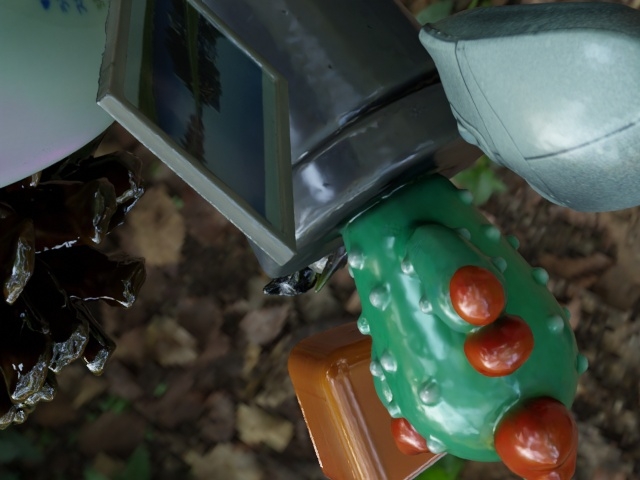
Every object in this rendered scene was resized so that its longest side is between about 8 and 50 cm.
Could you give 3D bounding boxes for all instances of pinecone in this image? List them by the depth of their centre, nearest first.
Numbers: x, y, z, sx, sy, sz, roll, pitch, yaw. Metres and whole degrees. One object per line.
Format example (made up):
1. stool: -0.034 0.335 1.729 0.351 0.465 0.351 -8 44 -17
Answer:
1. pinecone: -0.331 -0.006 1.621 0.398 0.398 0.397 9 119 17

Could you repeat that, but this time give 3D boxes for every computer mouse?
1. computer mouse: 0.107 -0.063 0.890 0.113 0.068 0.229 53 163 -16

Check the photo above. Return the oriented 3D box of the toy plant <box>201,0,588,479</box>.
1. toy plant: 0.048 -0.008 1.153 0.400 0.185 0.279 55 144 8

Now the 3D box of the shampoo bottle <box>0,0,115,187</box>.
1. shampoo bottle: -0.213 -0.096 0.806 0.222 0.349 0.151 39 124 1

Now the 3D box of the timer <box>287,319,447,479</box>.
1. timer: 0.113 0.153 1.962 0.250 0.257 0.161 -21 94 -11

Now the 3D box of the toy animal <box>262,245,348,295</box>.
1. toy animal: -0.003 0.010 1.926 0.070 0.202 0.105 11 83 -20

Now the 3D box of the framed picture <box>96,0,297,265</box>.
1. framed picture: -0.052 -0.065 0.784 0.011 0.149 0.109 -39 118 21
